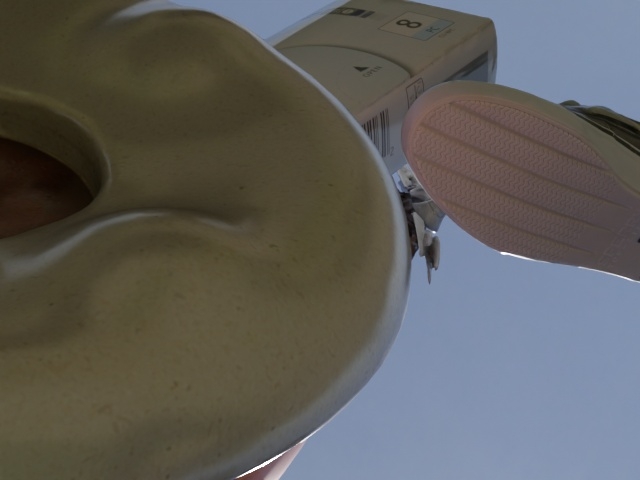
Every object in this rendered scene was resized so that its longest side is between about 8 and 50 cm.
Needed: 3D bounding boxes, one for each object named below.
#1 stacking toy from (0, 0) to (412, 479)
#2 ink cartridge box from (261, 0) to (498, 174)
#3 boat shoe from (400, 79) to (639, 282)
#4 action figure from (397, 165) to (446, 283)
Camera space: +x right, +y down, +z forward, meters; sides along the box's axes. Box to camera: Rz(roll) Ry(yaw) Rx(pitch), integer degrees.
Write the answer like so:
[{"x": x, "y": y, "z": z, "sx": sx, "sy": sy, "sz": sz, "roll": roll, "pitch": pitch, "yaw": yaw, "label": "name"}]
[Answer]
[{"x": -0.167, "y": 0.145, "z": 0.607, "sx": 0.351, "sy": 0.480, "sz": 0.350, "roll": 7, "pitch": -148, "yaw": -4, "label": "stacking toy"}, {"x": -0.084, "y": -0.147, "z": 1.225, "sx": 0.385, "sy": 0.091, "sz": 0.308, "roll": 20, "pitch": -141, "yaw": 30, "label": "ink cartridge box"}, {"x": 0.199, "y": -0.051, "z": 1.094, "sx": 0.335, "sy": 0.121, "sz": 0.119, "roll": 23, "pitch": -149, "yaw": -26, "label": "boat shoe"}, {"x": 0.000, "y": 0.000, "z": 1.288, "sx": 0.285, "sy": 0.099, "sz": 0.185, "roll": -22, "pitch": -154, "yaw": 8, "label": "action figure"}]
